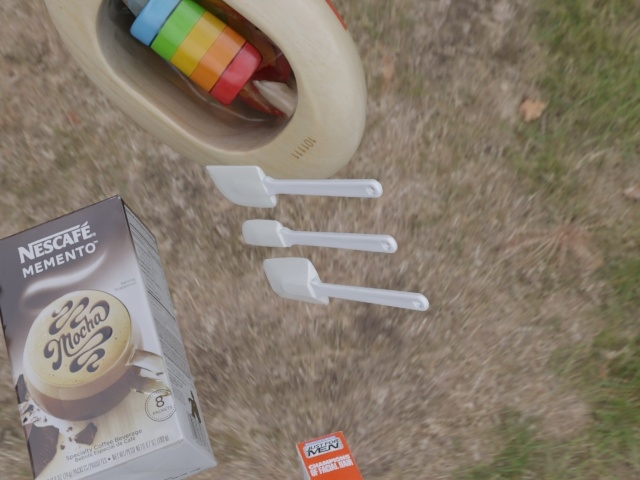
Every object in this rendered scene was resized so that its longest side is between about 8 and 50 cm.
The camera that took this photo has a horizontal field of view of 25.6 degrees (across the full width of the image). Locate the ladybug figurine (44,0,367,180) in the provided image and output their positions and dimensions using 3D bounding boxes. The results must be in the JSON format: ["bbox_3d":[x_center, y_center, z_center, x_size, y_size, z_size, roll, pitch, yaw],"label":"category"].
[{"bbox_3d":[-0.129,-0.254,1.664,0.449,0.305,0.162,40,40,-10],"label":"ladybug figurine"}]

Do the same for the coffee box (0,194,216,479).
[{"bbox_3d":[-0.240,0.123,1.523,0.168,0.119,0.297,-22,63,5],"label":"coffee box"}]

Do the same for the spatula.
[{"bbox_3d":[0.000,0.000,1.325,0.019,0.242,0.168,-39,117,-33],"label":"spatula"}]

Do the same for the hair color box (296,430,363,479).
[{"bbox_3d":[0.026,0.277,1.372,0.053,0.093,0.167,-15,36,-10],"label":"hair color box"}]
